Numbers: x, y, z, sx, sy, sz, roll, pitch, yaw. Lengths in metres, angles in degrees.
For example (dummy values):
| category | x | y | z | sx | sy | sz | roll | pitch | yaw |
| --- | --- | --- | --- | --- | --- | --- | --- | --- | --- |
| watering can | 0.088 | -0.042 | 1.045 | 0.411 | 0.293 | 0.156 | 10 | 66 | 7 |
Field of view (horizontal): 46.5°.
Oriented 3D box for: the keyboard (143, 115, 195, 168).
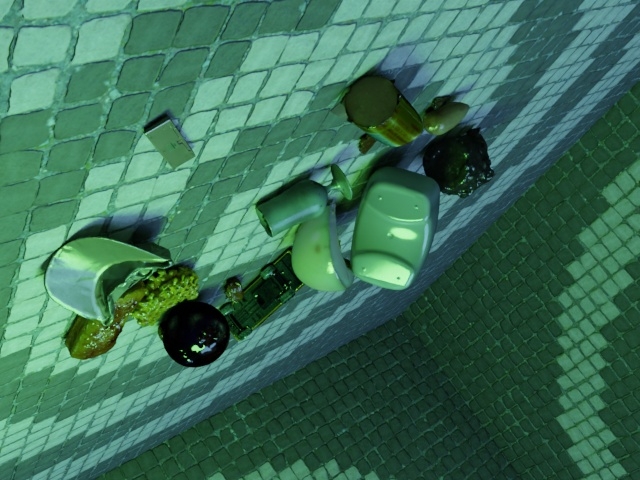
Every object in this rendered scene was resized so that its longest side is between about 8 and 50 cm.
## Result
| category | x | y | z | sx | sy | sz | roll | pitch | yaw |
| --- | --- | --- | --- | --- | --- | --- | --- | --- | --- |
| keyboard | -0.268 | -0.176 | 1.336 | 0.055 | 0.017 | 0.166 | -30 | 163 | -3 |

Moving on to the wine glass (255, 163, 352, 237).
| category | x | y | z | sx | sy | sz | roll | pitch | yaw |
| --- | --- | --- | --- | --- | --- | --- | --- | --- | --- |
| wine glass | -0.043 | -0.096 | 1.854 | 0.231 | 0.103 | 0.103 | -29 | 162 | -15 |

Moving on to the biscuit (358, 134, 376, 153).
| category | x | y | z | sx | sy | sz | roll | pitch | yaw |
| --- | --- | --- | --- | --- | --- | --- | --- | --- | --- |
| biscuit | 0.124 | -0.253 | 1.903 | 0.082 | 0.016 | 0.092 | -33 | 165 | -27 |

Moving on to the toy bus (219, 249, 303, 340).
| category | x | y | z | sx | sy | sz | roll | pitch | yaw |
| --- | --- | --- | --- | --- | --- | --- | --- | --- | --- |
| toy bus | -0.165 | 0.170 | 2.326 | 0.335 | 0.121 | 0.123 | -43 | 173 | 22 |

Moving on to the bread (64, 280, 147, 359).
| category | x | y | z | sx | sy | sz | roll | pitch | yaw |
| --- | --- | --- | --- | --- | --- | --- | --- | --- | --- |
| bread | -0.503 | 0.184 | 1.758 | 0.139 | 0.077 | 0.271 | -18 | 156 | -49 |

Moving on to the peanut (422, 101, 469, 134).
| category | x | y | z | sx | sy | sz | roll | pitch | yaw |
| --- | --- | --- | --- | --- | --- | --- | --- | --- | --- |
| peanut | 0.338 | -0.333 | 2.004 | 0.152 | 0.076 | 0.076 | -26 | 161 | -23 |

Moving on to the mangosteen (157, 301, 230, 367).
| category | x | y | z | sx | sy | sz | roll | pitch | yaw |
| --- | --- | --- | --- | --- | --- | --- | --- | --- | --- |
| mangosteen | -0.367 | 0.269 | 2.119 | 0.194 | 0.194 | 0.230 | -22 | -175 | -40 |

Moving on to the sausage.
| category | x | y | z | sx | sy | sz | roll | pitch | yaw |
| --- | --- | --- | --- | --- | --- | --- | --- | --- | --- |
| sausage | 0.162 | -0.282 | 1.702 | 0.125 | 0.117 | 0.317 | -26 | 167 | 18 |

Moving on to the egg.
| category | x | y | z | sx | sy | sz | roll | pitch | yaw |
| --- | --- | --- | --- | --- | --- | --- | --- | --- | --- |
| egg | -0.008 | 0.042 | 2.154 | 0.161 | 0.206 | 0.271 | -8 | 134 | 18 |

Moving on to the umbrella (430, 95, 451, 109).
| category | x | y | z | sx | sy | sz | roll | pitch | yaw |
| --- | --- | --- | --- | --- | --- | --- | --- | --- | --- |
| umbrella | 0.317 | -0.368 | 1.969 | 0.083 | 0.020 | 0.031 | -25 | 121 | -33 |

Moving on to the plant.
| category | x | y | z | sx | sy | sz | roll | pitch | yaw |
| --- | --- | --- | --- | --- | --- | --- | --- | --- | --- |
| plant | 0.426 | -0.232 | 2.278 | 0.178 | 0.204 | 0.234 | -18 | 177 | 32 |

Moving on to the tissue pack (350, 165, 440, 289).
| category | x | y | z | sx | sy | sz | roll | pitch | yaw |
| --- | --- | --- | --- | --- | --- | --- | --- | --- | --- |
| tissue pack | 0.218 | -0.044 | 2.156 | 0.236 | 0.229 | 0.333 | -52 | 155 | -65 |

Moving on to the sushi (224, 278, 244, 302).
| category | x | y | z | sx | sy | sz | roll | pitch | yaw |
| --- | --- | --- | --- | --- | --- | --- | --- | --- | --- |
| sushi | -0.258 | 0.150 | 2.200 | 0.060 | 0.061 | 0.118 | -23 | 141 | -11 |

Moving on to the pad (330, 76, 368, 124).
| category | x | y | z | sx | sy | sz | roll | pitch | yaw |
| --- | --- | --- | --- | --- | --- | --- | --- | --- | --- |
| pad | 0.098 | -0.311 | 1.707 | 0.113 | 0.006 | 0.187 | -40 | 163 | 16 |

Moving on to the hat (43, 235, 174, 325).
| category | x | y | z | sx | sy | sz | roll | pitch | yaw |
| --- | --- | --- | --- | --- | --- | --- | --- | --- | --- |
| hat | -0.437 | 0.048 | 1.541 | 0.214 | 0.149 | 0.244 | -40 | 126 | 10 |

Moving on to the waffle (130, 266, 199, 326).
| category | x | y | z | sx | sy | sz | roll | pitch | yaw |
| --- | --- | --- | --- | --- | --- | --- | --- | --- | --- |
| waffle | -0.390 | 0.141 | 1.875 | 0.193 | 0.070 | 0.197 | -40 | 163 | 11 |
